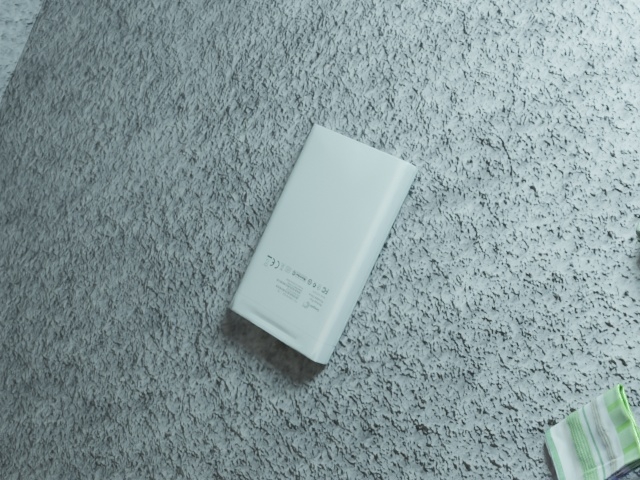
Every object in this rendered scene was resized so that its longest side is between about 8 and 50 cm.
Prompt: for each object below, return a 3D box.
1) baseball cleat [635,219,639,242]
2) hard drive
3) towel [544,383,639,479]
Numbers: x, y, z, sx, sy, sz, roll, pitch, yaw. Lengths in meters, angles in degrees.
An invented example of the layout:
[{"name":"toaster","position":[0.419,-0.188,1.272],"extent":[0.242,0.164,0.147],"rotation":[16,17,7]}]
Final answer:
[{"name":"baseball cleat","position":[0.508,-0.010,1.515],"extent":[0.206,0.072,0.109],"rotation":[27,87,39]},{"name":"hard drive","position":[0.000,0.000,1.959],"extent":[0.233,0.047,0.353],"rotation":[28,94,43]},{"name":"towel","position":[0.359,0.270,1.543],"extent":[0.152,0.023,0.113],"rotation":[-48,46,43]}]
